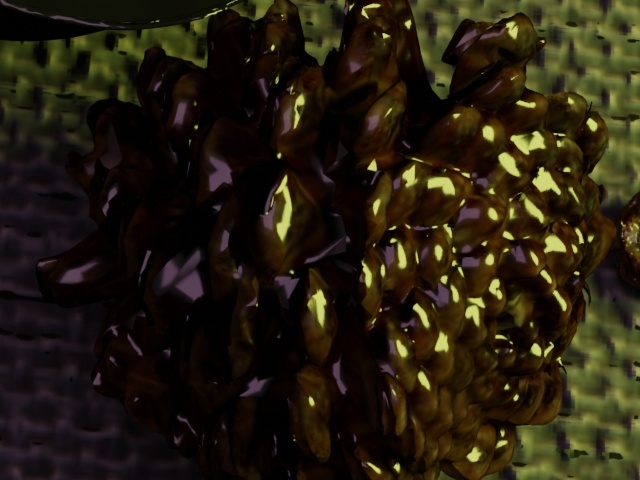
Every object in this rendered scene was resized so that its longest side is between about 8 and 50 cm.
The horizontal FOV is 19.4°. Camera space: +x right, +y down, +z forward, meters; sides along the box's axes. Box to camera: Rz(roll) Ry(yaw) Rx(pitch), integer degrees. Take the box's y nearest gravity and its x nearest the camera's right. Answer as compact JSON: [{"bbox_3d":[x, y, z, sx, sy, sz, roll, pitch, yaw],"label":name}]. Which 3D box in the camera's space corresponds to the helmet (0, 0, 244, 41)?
[{"bbox_3d":[-0.128,-0.178,0.777,0.230,0.160,0.279,-37,84,-28],"label":"helmet"}]

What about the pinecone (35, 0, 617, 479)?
[{"bbox_3d":[0.000,0.000,0.723,0.221,0.221,0.221,2,74,-7],"label":"pinecone"}]

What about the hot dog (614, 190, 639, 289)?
[{"bbox_3d":[0.173,-0.001,0.830,0.083,0.035,0.058,1,77,-7],"label":"hot dog"}]
